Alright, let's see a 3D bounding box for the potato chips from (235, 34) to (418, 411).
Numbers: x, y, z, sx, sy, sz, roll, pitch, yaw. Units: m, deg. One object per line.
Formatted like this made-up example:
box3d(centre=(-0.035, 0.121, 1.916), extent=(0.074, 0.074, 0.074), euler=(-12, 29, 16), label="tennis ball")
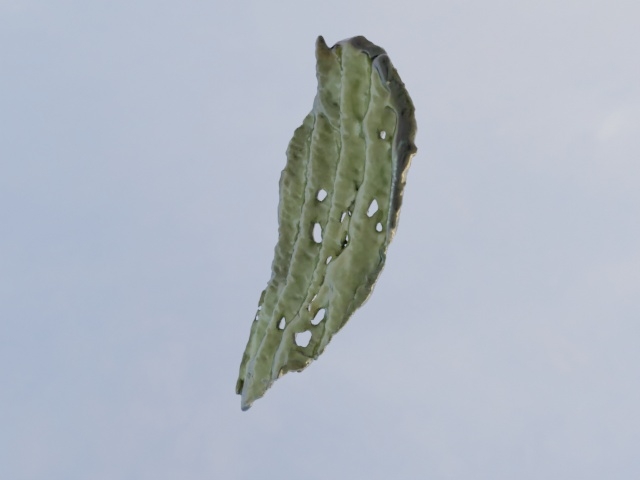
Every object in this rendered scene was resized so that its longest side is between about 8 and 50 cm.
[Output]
box3d(centre=(-0.001, 0.000, 0.498), extent=(0.028, 0.207, 0.092), euler=(11, -172, -40), label="potato chips")
